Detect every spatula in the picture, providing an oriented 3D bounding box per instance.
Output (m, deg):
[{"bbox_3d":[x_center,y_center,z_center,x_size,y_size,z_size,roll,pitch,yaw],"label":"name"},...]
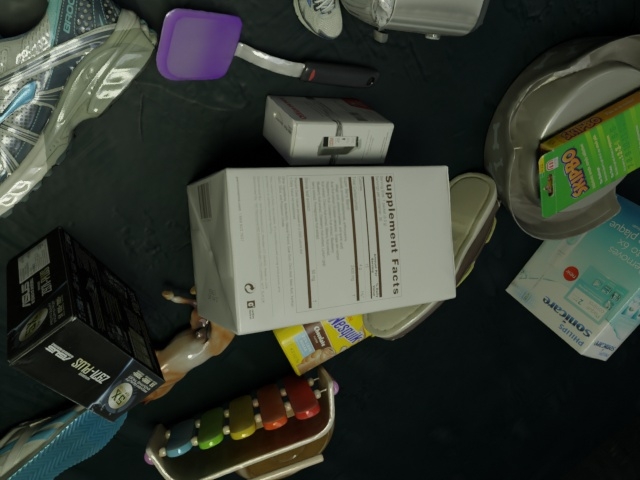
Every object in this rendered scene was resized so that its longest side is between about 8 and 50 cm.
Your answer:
[{"bbox_3d":[-0.045,-0.209,0.597,0.297,0.030,0.084,-1,140,-33],"label":"spatula"}]

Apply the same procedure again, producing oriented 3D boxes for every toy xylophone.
[{"bbox_3d":[-0.110,0.304,0.803,0.323,0.236,0.081,-18,94,-17],"label":"toy xylophone"}]

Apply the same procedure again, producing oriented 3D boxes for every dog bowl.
[{"bbox_3d":[0.432,-0.172,0.847,0.349,0.102,0.348,-11,125,-17],"label":"dog bowl"}]

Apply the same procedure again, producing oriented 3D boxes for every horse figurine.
[{"bbox_3d":[-0.202,0.144,0.734,0.263,0.066,0.174,-41,143,-5],"label":"horse figurine"}]

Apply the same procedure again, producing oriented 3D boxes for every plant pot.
[{"bbox_3d":[-0.069,0.421,1.038,0.237,0.032,0.236,-16,129,-21],"label":"plant pot"}]

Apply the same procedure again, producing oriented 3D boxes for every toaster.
[{"bbox_3d":[0.106,-0.333,0.540,0.147,0.129,0.226,-11,128,-21],"label":"toaster"}]

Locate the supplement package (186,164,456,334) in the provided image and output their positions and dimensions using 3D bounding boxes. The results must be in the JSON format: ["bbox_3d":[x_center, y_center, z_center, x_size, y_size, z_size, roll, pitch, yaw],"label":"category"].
[{"bbox_3d":[0.000,0.000,0.644,0.293,0.178,0.175,-5,92,-28],"label":"supplement package"}]

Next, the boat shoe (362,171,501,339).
[{"bbox_3d":[0.191,0.037,0.831,0.324,0.117,0.096,-54,141,-14],"label":"boat shoe"}]

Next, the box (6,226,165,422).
[{"bbox_3d":[-0.273,0.094,0.583,0.078,0.180,0.147,-37,134,-5],"label":"box"}]

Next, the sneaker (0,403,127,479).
[{"bbox_3d":[-0.389,0.285,0.721,0.229,0.092,0.087,-35,134,-31],"label":"sneaker"}]

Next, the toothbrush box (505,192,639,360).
[{"bbox_3d":[0.571,0.063,1.037,0.126,0.216,0.295,18,112,-38],"label":"toothbrush box"}]

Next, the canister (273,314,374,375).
[{"bbox_3d":[0.011,0.146,0.862,0.170,0.073,0.126,-28,131,-8],"label":"canister"}]

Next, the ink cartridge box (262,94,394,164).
[{"bbox_3d":[0.007,-0.140,0.637,0.135,0.099,0.056,-5,125,-26],"label":"ink cartridge box"}]

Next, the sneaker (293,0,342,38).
[{"bbox_3d":[-0.005,-0.282,0.557,0.052,0.058,0.135,-35,133,-4],"label":"sneaker"}]

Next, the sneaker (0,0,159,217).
[{"bbox_3d":[-0.292,-0.131,0.482,0.283,0.110,0.122,-49,121,-1],"label":"sneaker"}]

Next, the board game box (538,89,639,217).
[{"bbox_3d":[0.444,-0.142,0.786,0.260,0.039,0.124,-30,128,-8],"label":"board game box"}]
